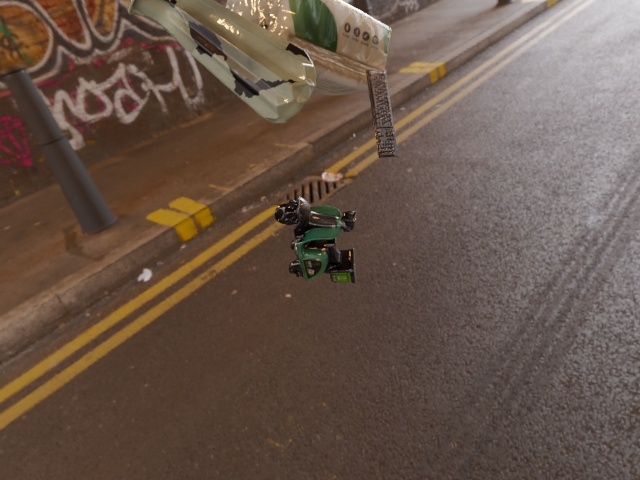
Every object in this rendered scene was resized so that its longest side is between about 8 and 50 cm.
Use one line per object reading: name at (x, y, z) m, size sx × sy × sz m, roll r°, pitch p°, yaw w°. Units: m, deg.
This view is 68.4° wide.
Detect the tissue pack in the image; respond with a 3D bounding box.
tissue pack at (-0.038, -0.506, 1.205) m, size 0.357 × 0.193 × 0.266 m, roll 3°, pitch 8°, yaw -41°

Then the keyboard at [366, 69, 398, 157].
keyboard at (0.145, -0.294, 1.097) m, size 0.067 × 0.202 × 0.011 m, roll -10°, pitch 2°, yaw -37°

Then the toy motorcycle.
toy motorcycle at (0.000, 0.000, 0.620) m, size 0.100 × 0.173 × 0.058 m, roll -2°, pitch 56°, yaw 6°

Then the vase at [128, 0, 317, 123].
vase at (-0.181, -0.385, 0.930) m, size 0.165 × 0.360 × 0.165 m, roll -43°, pitch 29°, yaw 32°
